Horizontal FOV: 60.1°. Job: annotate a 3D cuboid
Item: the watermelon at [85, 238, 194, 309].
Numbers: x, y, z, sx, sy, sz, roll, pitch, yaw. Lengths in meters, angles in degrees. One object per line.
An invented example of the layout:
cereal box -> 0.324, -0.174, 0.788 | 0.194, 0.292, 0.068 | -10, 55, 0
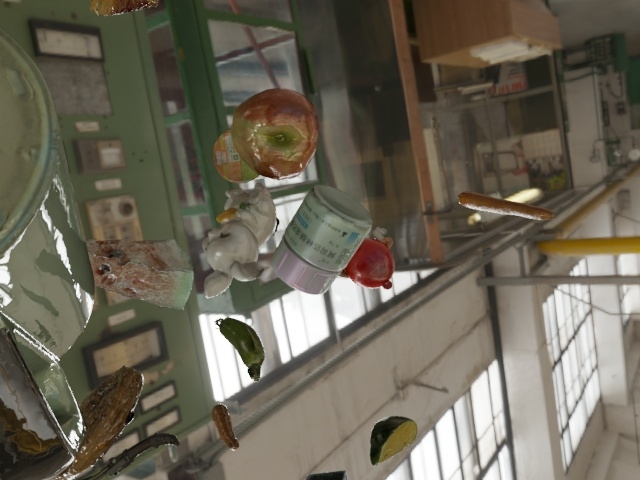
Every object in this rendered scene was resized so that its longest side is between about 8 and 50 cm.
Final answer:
watermelon -> -0.351, 0.033, 0.981 | 0.241, 0.094, 0.154 | 9, -146, -38

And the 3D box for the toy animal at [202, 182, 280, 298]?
toy animal -> -0.207, 0.000, 1.434 | 0.209, 0.325, 0.154 | -24, 137, 22

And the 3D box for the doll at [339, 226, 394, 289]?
doll -> 0.116, 0.038, 1.454 | 0.183, 0.217, 0.085 | -46, 176, -12

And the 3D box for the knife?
knife -> -0.382, 0.428, 1.083 | 0.222, 0.045, 0.021 | -16, -179, -38

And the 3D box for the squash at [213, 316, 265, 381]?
squash -> -0.204, 0.266, 1.468 | 0.071, 0.080, 0.318 | 32, 180, -32

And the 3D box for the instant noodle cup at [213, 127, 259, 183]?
instant noodle cup -> -0.211, -0.247, 1.654 | 0.169, 0.168, 0.185 | -8, -178, 9

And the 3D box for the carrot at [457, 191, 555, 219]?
carrot -> 0.456, -0.085, 1.374 | 0.248, 0.043, 0.043 | 16, -158, 37

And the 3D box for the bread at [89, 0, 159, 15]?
bread -> -0.322, -0.410, 0.891 | 0.136, 0.054, 0.154 | -54, 174, -20

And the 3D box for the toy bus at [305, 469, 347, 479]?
toy bus -> -0.004, 0.580, 1.067 | 0.106, 0.130, 0.297 | -13, -172, 15

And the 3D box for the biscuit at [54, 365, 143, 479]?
biscuit -> -0.523, 0.414, 1.280 | 0.296, 0.075, 0.296 | -40, -158, 19

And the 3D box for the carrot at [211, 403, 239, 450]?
carrot -> -0.238, 0.469, 1.386 | 0.047, 0.047, 0.191 | -12, -163, -18

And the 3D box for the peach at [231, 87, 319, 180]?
peach -> -0.120, -0.279, 1.436 | 0.233, 0.232, 0.256 | -11, -161, -9

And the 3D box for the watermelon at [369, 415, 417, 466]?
watermelon -> 0.191, 0.482, 1.379 | 0.182, 0.092, 0.075 | -1, 153, -48

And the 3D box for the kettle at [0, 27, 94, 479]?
kettle -> -0.313, 0.045, 0.495 | 0.250, 0.361, 0.376 | -31, 170, -24

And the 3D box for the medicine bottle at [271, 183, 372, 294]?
medicine bottle -> 0.000, 0.000, 1.010 | 0.135, 0.168, 0.135 | 26, -156, -13
